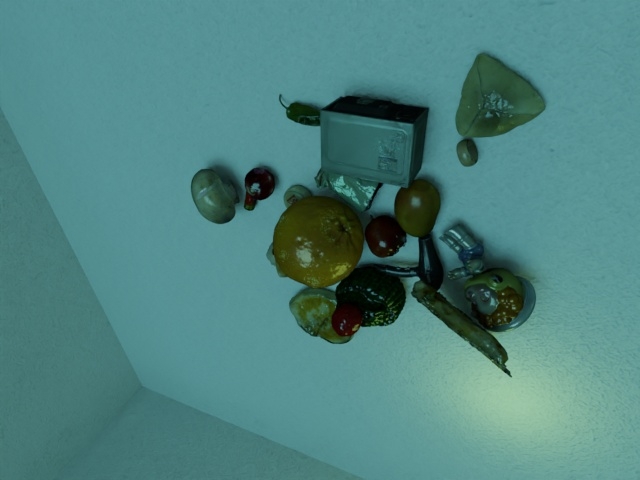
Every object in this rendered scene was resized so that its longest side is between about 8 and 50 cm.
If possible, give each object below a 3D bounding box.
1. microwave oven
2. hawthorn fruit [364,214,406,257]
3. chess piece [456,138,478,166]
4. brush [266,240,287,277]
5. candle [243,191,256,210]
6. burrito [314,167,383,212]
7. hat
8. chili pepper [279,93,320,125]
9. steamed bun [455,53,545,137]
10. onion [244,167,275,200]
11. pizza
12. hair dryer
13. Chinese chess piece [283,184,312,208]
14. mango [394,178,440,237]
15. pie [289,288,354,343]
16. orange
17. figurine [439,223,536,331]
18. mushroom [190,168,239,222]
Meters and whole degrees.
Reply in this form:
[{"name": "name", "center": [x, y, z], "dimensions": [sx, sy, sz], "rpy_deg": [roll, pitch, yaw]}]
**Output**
[{"name": "microwave oven", "center": [0.169, -0.318, 1.409], "dimensions": [0.295, 0.181, 0.237], "rpy_deg": [15, 127, 22]}, {"name": "hawthorn fruit", "center": [0.226, -0.023, 1.624], "dimensions": [0.172, 0.148, 0.148], "rpy_deg": [54, 134, 8]}, {"name": "chess piece", "center": [0.441, -0.263, 1.346], "dimensions": [0.038, 0.083, 0.083], "rpy_deg": [-15, 114, 39]}, {"name": "brush", "center": [-0.132, 0.062, 1.821], "dimensions": [0.174, 0.266, 0.166], "rpy_deg": [41, 133, -15]}, {"name": "candle", "center": [-0.289, -0.187, 1.880], "dimensions": [0.052, 0.052, 0.130], "rpy_deg": [29, 131, 11]}, {"name": "burrito", "center": [0.099, -0.208, 1.602], "dimensions": [0.229, 0.089, 0.143], "rpy_deg": [31, 119, 7]}, {"name": "hat", "center": [0.163, 0.264, 1.740], "dimensions": [0.274, 0.332, 0.242], "rpy_deg": [-6, 117, 37]}, {"name": "chili pepper", "center": [-0.067, -0.437, 1.549], "dimensions": [0.204, 0.073, 0.072], "rpy_deg": [19, 144, 21]}, {"name": "steamed bun", "center": [0.468, -0.363, 1.243], "dimensions": [0.231, 0.110, 0.212], "rpy_deg": [38, 135, 6]}, {"name": "onion", "center": [-0.239, -0.223, 1.778], "dimensions": [0.131, 0.131, 0.131], "rpy_deg": [17, 130, 21]}, {"name": "pizza", "center": [0.477, 0.276, 1.561], "dimensions": [0.392, 0.435, 0.080], "rpy_deg": [40, 93, 8]}, {"name": "hair dryer", "center": [0.311, 0.087, 1.663], "dimensions": [0.272, 0.091, 0.235], "rpy_deg": [-4, 120, 24]}, {"name": "Chinese chess piece", "center": [-0.088, -0.159, 1.775], "dimensions": [0.122, 0.051, 0.122], "rpy_deg": [16, 129, 21]}, {"name": "mango", "center": [0.321, -0.106, 1.514], "dimensions": [0.152, 0.120, 0.221], "rpy_deg": [22, 138, 17]}, {"name": "pie", "center": [0.011, 0.353, 2.079], "dimensions": [0.339, 0.077, 0.338], "rpy_deg": [19, 130, 24]}, {"name": "orange", "center": [0.000, 0.000, 1.629], "dimensions": [0.340, 0.340, 0.293], "rpy_deg": [49, 147, -9]}, {"name": "figurine", "center": [0.558, 0.108, 1.490], "dimensions": [0.381, 0.205, 0.225], "rpy_deg": [63, 155, -3]}, {"name": "mushroom", "center": [-0.447, -0.191, 1.883], "dimensions": [0.184, 0.255, 0.254], "rpy_deg": [-23, 116, -5]}]
